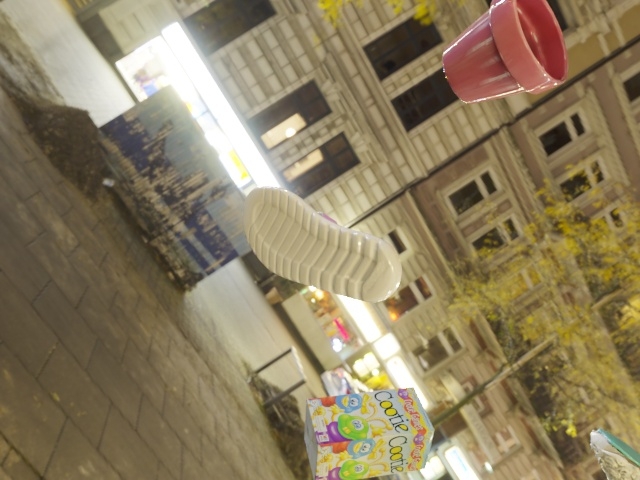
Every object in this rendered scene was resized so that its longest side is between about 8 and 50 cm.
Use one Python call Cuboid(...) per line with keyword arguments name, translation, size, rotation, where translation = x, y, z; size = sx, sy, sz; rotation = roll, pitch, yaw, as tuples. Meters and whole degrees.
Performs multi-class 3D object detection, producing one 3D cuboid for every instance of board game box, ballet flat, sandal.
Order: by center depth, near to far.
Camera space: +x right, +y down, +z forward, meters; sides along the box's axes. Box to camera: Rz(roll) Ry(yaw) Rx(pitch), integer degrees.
Cuboid(name="sandal", translation=(-0.005, 0.014, 1.145), size=(0.416, 0.170, 0.102), rotation=(30, 16, 35))
Cuboid(name="ballet flat", translation=(0.773, 0.592, 1.287), size=(0.408, 0.147, 0.147), rotation=(32, -2, -2))
Cuboid(name="board game box", translation=(0.110, 0.465, 1.351), size=(0.142, 0.275, 0.145), rotation=(-113, -157, -57))

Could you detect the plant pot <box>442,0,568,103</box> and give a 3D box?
Cuboid(name="plant pot", translation=(0.346, -0.358, 1.087), size=(0.180, 0.201, 0.201), rotation=(-19, -71, 44))
